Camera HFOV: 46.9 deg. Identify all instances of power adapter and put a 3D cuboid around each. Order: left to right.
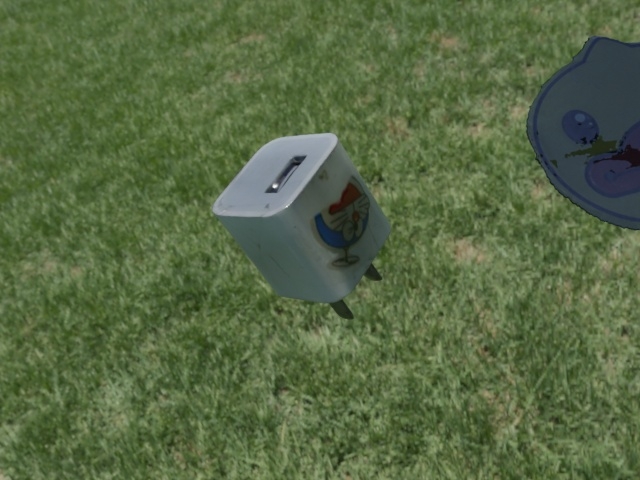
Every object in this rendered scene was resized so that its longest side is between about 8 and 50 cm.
[{"bbox_3d":[0.000,0.000,0.820,0.125,0.205,0.130,3,49,44],"label":"power adapter"}]

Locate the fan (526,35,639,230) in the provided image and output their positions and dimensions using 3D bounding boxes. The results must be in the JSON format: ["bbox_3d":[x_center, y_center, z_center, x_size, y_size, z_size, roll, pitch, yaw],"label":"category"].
[{"bbox_3d":[0.324,-0.069,0.667,0.229,0.011,0.335,-18,62,-1],"label":"fan"}]
